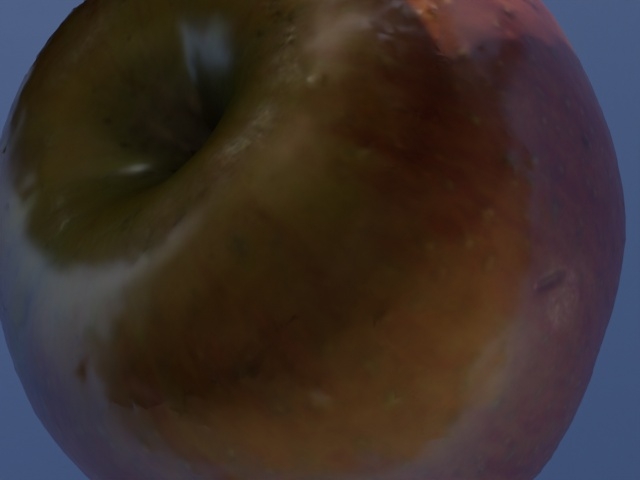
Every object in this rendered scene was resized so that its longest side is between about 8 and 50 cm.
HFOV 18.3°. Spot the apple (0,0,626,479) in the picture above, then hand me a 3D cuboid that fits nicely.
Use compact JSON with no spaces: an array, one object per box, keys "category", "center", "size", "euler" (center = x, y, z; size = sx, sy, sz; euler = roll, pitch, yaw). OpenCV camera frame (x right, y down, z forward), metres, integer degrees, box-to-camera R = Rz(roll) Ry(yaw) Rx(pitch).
[{"category":"apple","center":[0.000,0.000,0.640],"size":[0.210,0.173,0.235],"euler":[-34,-140,25]}]
